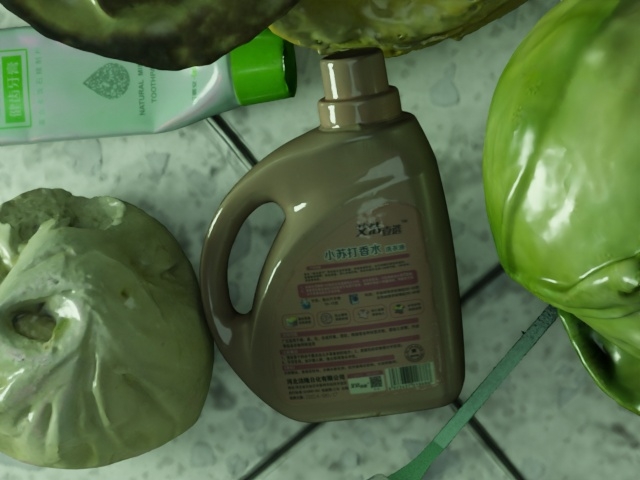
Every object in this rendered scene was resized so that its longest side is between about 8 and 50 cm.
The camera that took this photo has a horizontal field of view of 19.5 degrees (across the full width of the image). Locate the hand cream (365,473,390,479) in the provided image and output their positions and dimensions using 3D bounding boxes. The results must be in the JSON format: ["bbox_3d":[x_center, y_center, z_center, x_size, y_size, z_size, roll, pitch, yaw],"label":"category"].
[{"bbox_3d":[-0.050,0.263,1.260,0.276,0.059,0.095,-31,91,7],"label":"hand cream"}]

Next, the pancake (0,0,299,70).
[{"bbox_3d":[-0.101,-0.237,1.111,0.294,0.049,0.294,2,122,3],"label":"pancake"}]

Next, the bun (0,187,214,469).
[{"bbox_3d":[-0.167,0.056,1.244,0.178,0.128,0.193,-8,87,7],"label":"bun"}]

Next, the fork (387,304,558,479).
[{"bbox_3d":[0.093,0.127,1.270,0.039,0.021,0.235,41,93,0],"label":"fork"}]

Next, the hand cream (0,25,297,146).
[{"bbox_3d":[-0.154,-0.113,1.288,0.275,0.050,0.079,-4,63,11],"label":"hand cream"}]

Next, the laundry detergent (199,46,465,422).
[{"bbox_3d":[0.000,0.000,1.225,0.171,0.076,0.237,-9,104,9],"label":"laundry detergent"}]

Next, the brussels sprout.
[{"bbox_3d":[0.224,-0.036,1.137,0.227,0.259,0.294,7,83,38],"label":"brussels sprout"}]

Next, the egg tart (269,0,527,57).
[{"bbox_3d":[0.043,-0.254,1.187,0.288,0.118,0.288,2,122,4],"label":"egg tart"}]
